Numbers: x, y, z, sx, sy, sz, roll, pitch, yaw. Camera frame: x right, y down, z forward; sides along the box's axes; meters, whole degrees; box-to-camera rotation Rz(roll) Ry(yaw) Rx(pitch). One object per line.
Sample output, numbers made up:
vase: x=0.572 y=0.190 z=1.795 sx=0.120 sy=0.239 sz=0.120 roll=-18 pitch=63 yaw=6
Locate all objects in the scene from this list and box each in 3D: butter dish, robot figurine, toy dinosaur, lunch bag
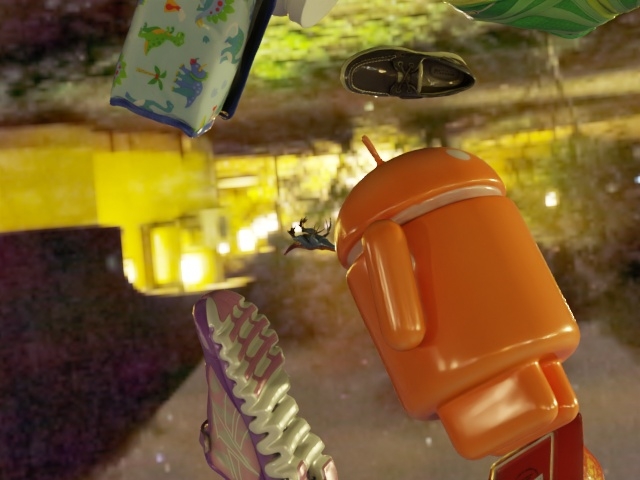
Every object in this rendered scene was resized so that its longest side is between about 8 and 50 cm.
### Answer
butter dish: x=0.272 y=0.306 z=1.317 sx=0.160 sy=0.118 sz=0.160 roll=-43 pitch=-161 yaw=36
robot figurine: x=0.087 y=0.031 z=0.762 sx=0.158 sy=0.219 sz=0.128 roll=-14 pitch=158 yaw=-26
toy dinosaur: x=0.000 y=0.000 z=1.537 sx=0.082 sy=0.090 sz=0.047 roll=37 pitch=-132 yaw=24
lunch bag: x=-0.099 y=-0.166 z=0.951 sx=0.096 sy=0.129 sz=0.151 roll=22 pitch=-162 yaw=0

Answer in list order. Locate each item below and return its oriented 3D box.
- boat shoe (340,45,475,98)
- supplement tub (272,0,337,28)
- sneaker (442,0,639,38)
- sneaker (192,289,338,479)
boat shoe: x=0.098 y=-0.182 z=1.253 sx=0.152 sy=0.056 sz=0.049 roll=-8 pitch=-159 yaw=-20
supplement tub: x=-0.065 y=-0.372 z=1.452 sx=0.199 sy=0.144 sz=0.144 roll=36 pitch=-170 yaw=11
sneaker: x=0.248 y=-0.246 z=1.023 sx=0.295 sy=0.109 sz=0.123 roll=2 pitch=169 yaw=20
sneaker: x=-0.076 y=0.164 z=1.086 sx=0.104 sy=0.236 sz=0.095 roll=-19 pitch=-171 yaw=26
